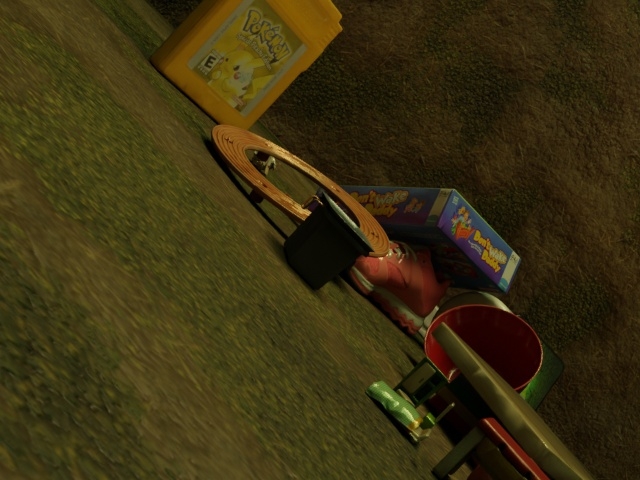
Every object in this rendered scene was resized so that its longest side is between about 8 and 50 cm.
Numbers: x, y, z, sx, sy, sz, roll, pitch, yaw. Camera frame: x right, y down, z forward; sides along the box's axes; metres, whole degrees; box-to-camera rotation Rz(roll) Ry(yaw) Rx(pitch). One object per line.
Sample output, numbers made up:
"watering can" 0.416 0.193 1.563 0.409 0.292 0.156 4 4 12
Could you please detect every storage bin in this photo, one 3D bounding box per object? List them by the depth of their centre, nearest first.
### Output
"storage bin" 0.000 0.000 1.299 0.098 0.091 0.135 46 4 -14

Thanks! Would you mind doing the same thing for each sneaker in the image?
"sneaker" 0.119 0.038 1.750 0.314 0.136 0.116 42 6 -44

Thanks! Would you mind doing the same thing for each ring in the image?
"ring" -0.034 -0.073 1.578 0.336 0.032 0.336 32 15 -10

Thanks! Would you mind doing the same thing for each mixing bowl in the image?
"mixing bowl" 0.248 0.198 1.560 0.181 0.181 0.098 51 -27 41

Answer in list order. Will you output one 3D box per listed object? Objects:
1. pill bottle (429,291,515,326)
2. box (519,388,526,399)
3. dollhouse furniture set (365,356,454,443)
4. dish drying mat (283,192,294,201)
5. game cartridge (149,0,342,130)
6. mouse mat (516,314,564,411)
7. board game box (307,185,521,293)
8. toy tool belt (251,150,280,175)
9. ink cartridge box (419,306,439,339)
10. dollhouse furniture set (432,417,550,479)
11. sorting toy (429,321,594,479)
"pill bottle" 0.332 0.218 1.954 0.169 0.169 0.301 50 6 32
"box" 0.325 0.266 1.715 0.042 0.178 0.109 7 -11 22
"dollhouse furniture set" 0.102 0.162 1.058 0.076 0.058 0.151 47 5 10
"dish drying mat" -0.049 -0.064 1.888 0.032 0.008 0.083 45 5 -31
"game cartridge" -0.125 -0.375 1.887 0.053 0.324 0.285 47 5 35
"mouse mat" 0.347 0.248 1.790 0.152 0.190 0.007 45 -18 -19
"board game box" 0.168 -0.005 1.881 0.347 0.078 0.233 5 -28 48
"toy tool belt" -0.104 -0.149 1.928 0.083 0.052 0.051 -16 94 -81
"ink cartridge box" 0.256 0.195 2.095 0.109 0.063 0.150 50 6 37
"dollhouse furniture set" 0.302 0.314 0.991 0.374 0.152 0.201 48 5 18
"sorting toy" 0.250 0.266 1.314 0.255 0.089 0.257 43 7 -38
